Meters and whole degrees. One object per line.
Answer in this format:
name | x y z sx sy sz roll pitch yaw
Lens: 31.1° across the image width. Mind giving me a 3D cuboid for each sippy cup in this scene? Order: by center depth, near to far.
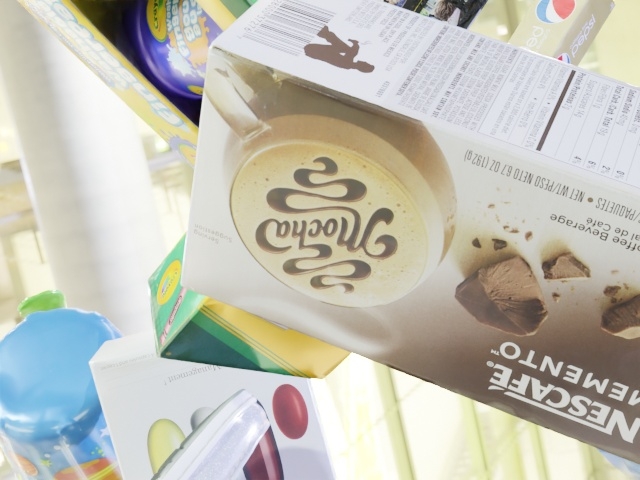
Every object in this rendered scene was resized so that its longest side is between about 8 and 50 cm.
sippy cup | -0.276 0.199 1.330 0.305 0.224 0.240 21 -120 25

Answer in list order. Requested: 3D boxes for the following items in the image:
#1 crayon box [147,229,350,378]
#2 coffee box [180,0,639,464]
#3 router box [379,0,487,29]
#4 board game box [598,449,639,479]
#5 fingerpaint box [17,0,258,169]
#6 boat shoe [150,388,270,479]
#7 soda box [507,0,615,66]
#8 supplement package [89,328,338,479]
crayon box | 0.000 0.000 0.902 0.165 0.081 0.278 12 138 -32
coffee box | 0.084 -0.014 0.649 0.297 0.168 0.119 21 -142 10
router box | 0.077 -0.224 0.828 0.179 0.133 0.046 -55 -179 5
board game box | 0.272 0.149 0.837 0.168 0.133 0.033 0 -133 54
fingerpaint box | -0.084 -0.211 1.115 0.371 0.445 0.163 5 -124 54
boat shoe | -0.126 0.273 0.951 0.320 0.103 0.118 -59 -176 -22
soda box | 0.250 -0.214 1.264 0.061 0.058 0.181 23 -107 36
supplement package | -0.098 0.177 1.122 0.194 0.203 0.149 -16 -176 -3
